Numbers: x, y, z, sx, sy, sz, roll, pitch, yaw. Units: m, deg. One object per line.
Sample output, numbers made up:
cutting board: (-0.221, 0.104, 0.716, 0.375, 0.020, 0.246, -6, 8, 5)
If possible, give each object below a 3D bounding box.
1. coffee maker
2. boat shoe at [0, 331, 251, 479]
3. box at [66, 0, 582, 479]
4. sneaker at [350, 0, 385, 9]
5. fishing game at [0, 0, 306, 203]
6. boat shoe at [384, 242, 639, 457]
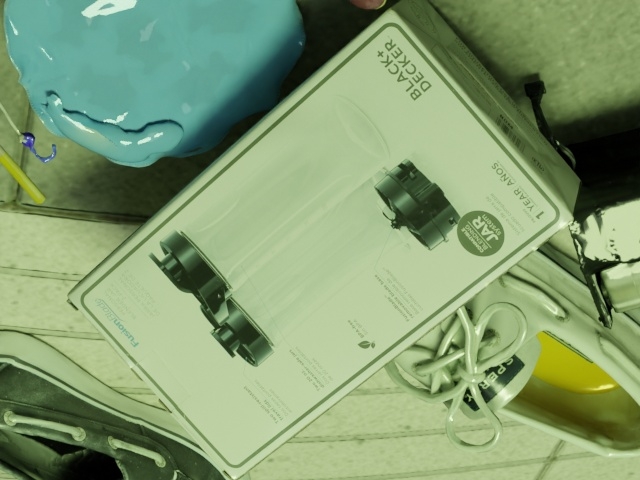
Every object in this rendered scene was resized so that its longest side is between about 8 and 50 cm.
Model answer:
coffee maker: (0.248, -0.041, 0.942, 0.178, 0.120, 0.171, -18, 135, 12)
boat shoe: (-0.170, 0.183, 1.149, 0.108, 0.102, 0.301, -30, 132, 24)
box: (0.000, 0.000, 0.905, 0.290, 0.087, 0.169, -41, 95, 21)
sneaker: (-0.033, -0.187, 0.769, 0.084, 0.069, 0.185, -35, 120, 5)
fishing game: (-0.097, -0.129, 0.857, 0.264, 0.041, 0.189, -34, 130, 8)
boat shoe: (0.111, 0.073, 1.019, 0.367, 0.156, 0.136, 30, 126, -30)
